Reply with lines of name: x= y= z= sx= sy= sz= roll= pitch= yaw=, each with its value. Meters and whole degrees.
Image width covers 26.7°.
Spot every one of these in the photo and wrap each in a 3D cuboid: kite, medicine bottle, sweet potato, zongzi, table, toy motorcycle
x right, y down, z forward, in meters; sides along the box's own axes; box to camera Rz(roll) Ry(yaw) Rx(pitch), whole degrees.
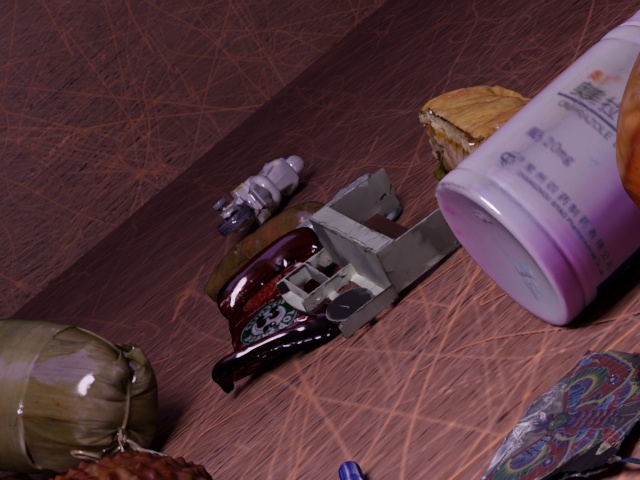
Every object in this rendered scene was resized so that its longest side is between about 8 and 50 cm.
kite: x=0.207 y=0.107 z=0.841 sx=0.152 sy=0.015 sz=0.285 roll=-46 pitch=15 yaw=-27
medicine bottle: x=0.233 y=-0.069 z=1.067 sx=0.254 sy=0.152 sz=0.152 roll=-41 pitch=13 yaw=-9
sweet potato: x=-0.069 y=0.013 z=1.792 sx=0.273 sy=0.075 sz=0.075 roll=-28 pitch=16 yaw=45
zongzi: x=-0.255 y=0.195 z=1.584 sx=0.447 sy=0.181 sz=0.418 roll=2 pitch=-8 yaw=30
table: x=0.045 y=0.010 z=1.413 sx=0.175 sy=0.062 sz=0.146 roll=-36 pitch=28 yaw=-15
toy motorcycle: x=-0.088 y=-0.077 z=2.134 sx=0.151 sy=0.074 sz=0.229 roll=-39 pitch=3 yaw=21

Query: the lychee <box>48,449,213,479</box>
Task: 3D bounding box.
lychee: x=-0.137 y=0.238 z=0.940 sx=0.200 sy=0.200 sz=0.238 roll=-38 pitch=35 yaw=0

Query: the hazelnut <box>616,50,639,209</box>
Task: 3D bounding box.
hazelnut: x=0.309 y=-0.088 z=0.908 sx=0.214 sy=0.176 sz=0.214 roll=-14 pitch=60 yaw=25

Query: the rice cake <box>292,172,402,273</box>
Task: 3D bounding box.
rice cake: x=0.000 y=0.000 z=1.647 sx=0.206 sy=0.069 sz=0.063 roll=-36 pitch=13 yaw=5

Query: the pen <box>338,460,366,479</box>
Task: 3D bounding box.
pen: x=0.033 y=0.202 z=0.966 sx=0.025 sy=0.025 sz=0.204 roll=-38 pitch=13 yaw=3

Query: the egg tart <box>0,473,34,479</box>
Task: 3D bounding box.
egg tart: x=-0.408 y=0.335 z=1.547 sx=0.191 sy=0.074 sz=0.191 roll=-23 pitch=6 yaw=2

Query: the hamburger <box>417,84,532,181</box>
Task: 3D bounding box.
hamburger: x=0.183 y=-0.089 z=1.380 sx=0.131 sy=0.124 sz=0.262 roll=-20 pitch=17 yaw=-4

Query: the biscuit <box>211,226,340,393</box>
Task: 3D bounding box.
biscuit: x=-0.053 y=0.082 z=1.519 sx=0.151 sy=0.063 sz=0.235 roll=-37 pitch=21 yaw=11
